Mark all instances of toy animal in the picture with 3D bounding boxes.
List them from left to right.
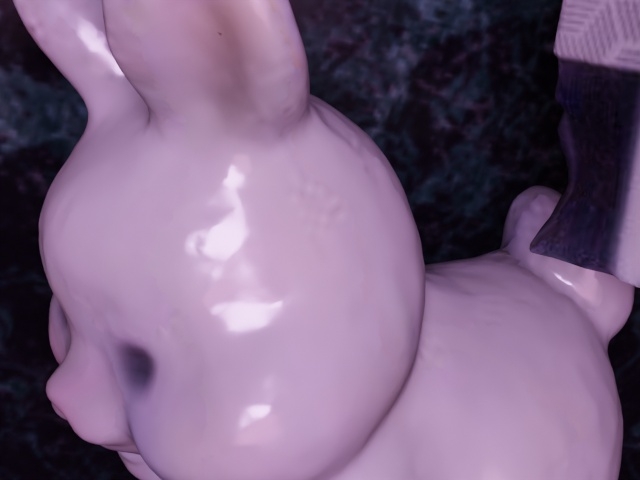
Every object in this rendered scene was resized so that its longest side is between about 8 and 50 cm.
[{"bbox_3d":[-0.005,0.010,0.597,0.241,0.196,0.367,-50,123,-13],"label":"toy animal"}]

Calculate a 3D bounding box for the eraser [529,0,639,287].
[{"bbox_3d":[0.168,-0.183,0.523,0.096,0.098,0.404,-9,112,-50],"label":"eraser"}]
